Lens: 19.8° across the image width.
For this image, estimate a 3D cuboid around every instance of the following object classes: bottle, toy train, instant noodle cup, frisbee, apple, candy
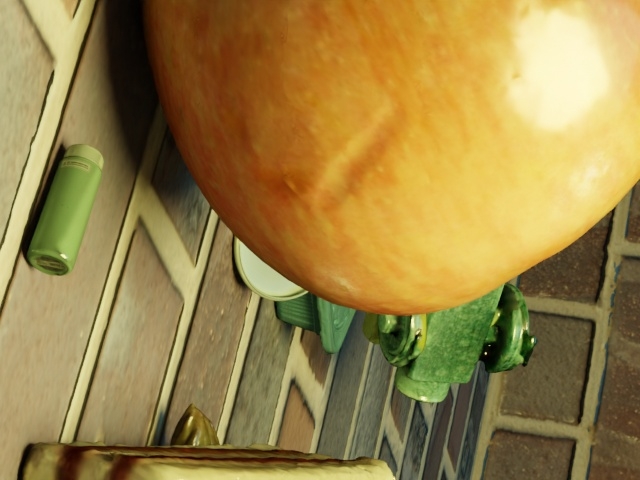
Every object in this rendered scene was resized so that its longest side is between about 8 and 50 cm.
[{"bbox_3d":[-0.158,-0.020,1.144,0.030,0.030,0.083,76,24,-57],"label":"bottle"},{"bbox_3d":[0.136,-0.041,1.845,0.253,0.160,0.397,-123,-137,-54],"label":"toy train"},{"bbox_3d":[0.000,0.000,1.741,0.157,0.070,0.179,-68,161,-44],"label":"instant noodle cup"},{"bbox_3d":[-0.030,-0.001,1.602,0.110,0.014,0.110,-9,106,-33],"label":"frisbee"},{"bbox_3d":[0.066,-0.162,1.251,0.346,0.391,0.391,57,35,-29],"label":"apple"},{"bbox_3d":[-0.072,0.232,1.267,0.320,0.135,0.180,13,84,-60],"label":"candy"}]

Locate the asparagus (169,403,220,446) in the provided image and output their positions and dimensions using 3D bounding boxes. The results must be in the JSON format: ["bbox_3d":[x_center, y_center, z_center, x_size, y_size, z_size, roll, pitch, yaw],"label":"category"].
[{"bbox_3d":[-0.107,0.269,1.418,0.080,0.080,0.287,2,93,-77],"label":"asparagus"}]
